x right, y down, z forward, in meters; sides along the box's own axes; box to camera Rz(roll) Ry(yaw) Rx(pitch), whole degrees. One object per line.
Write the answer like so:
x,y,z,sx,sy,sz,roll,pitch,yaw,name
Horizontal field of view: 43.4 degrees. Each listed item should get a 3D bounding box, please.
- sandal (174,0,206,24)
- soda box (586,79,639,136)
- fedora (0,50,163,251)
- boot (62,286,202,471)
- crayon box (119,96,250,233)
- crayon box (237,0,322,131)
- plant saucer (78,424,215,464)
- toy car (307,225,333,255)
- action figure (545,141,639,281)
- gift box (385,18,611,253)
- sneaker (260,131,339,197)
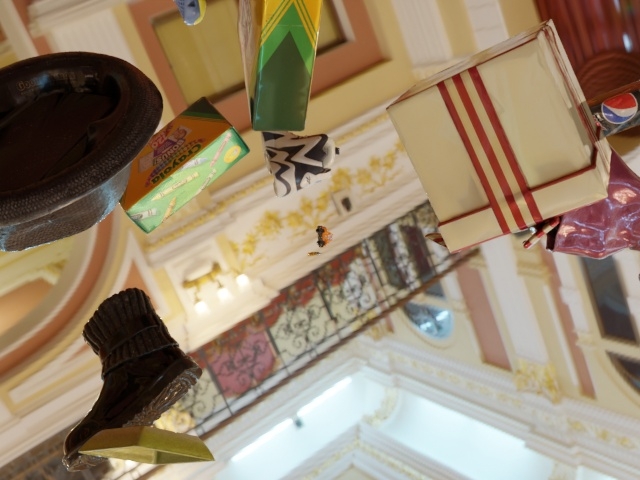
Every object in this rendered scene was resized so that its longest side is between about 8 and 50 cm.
-0.336,-0.578,1.629,0.138,0.317,0.126,-28,-175,-14,sandal
0.450,-0.197,1.219,0.169,0.053,0.060,-20,-163,12,soda box
-0.350,-0.096,1.033,0.334,0.152,0.334,-3,-133,4,fedora
-0.449,0.291,1.709,0.348,0.131,0.260,-40,-113,-15,boot
-0.302,-0.161,1.685,0.278,0.081,0.165,-39,-137,-3,crayon box
-0.083,-0.431,1.460,0.106,0.313,0.363,-2,-136,-11,crayon box
-0.325,0.385,1.517,0.188,0.188,0.045,-17,-120,39,plant saucer
0.000,0.000,2.084,0.040,0.060,0.122,-6,166,-21,toy car
0.537,-0.020,1.341,0.370,0.248,0.276,22,-159,-7,action figure
0.253,-0.134,1.152,0.276,0.258,0.255,-22,-169,32,gift box
-0.041,-0.192,1.692,0.153,0.094,0.235,-12,-141,-7,sneaker
